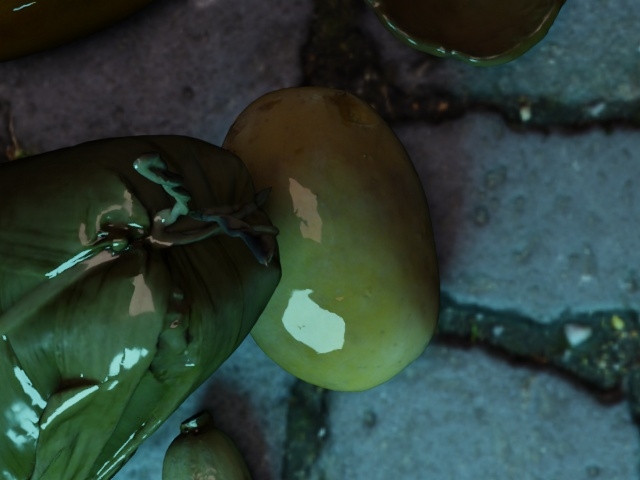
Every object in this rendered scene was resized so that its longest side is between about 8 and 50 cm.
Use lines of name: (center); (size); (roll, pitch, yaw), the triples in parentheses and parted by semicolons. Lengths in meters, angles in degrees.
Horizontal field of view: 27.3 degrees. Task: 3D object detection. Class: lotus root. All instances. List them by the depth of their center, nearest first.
lotus root: (-0.083, 0.208, 1.022); (0.073, 0.062, 0.150); (-17, 83, 10)

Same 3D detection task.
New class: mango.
mango: (-0.204, -0.229, 1.042); (0.253, 0.113, 0.139); (-20, 86, 8)

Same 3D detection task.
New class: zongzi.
zongzi: (-0.161, 0.167, 0.933); (0.499, 0.218, 0.467); (-9, 99, 34)

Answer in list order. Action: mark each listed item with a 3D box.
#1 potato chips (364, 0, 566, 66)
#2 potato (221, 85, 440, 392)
potato chips: (0.112, -0.238, 1.002); (0.195, 0.062, 0.208); (-28, 97, 3)
potato: (0.000, 0.000, 0.987); (0.150, 0.146, 0.234); (-20, 83, 41)
